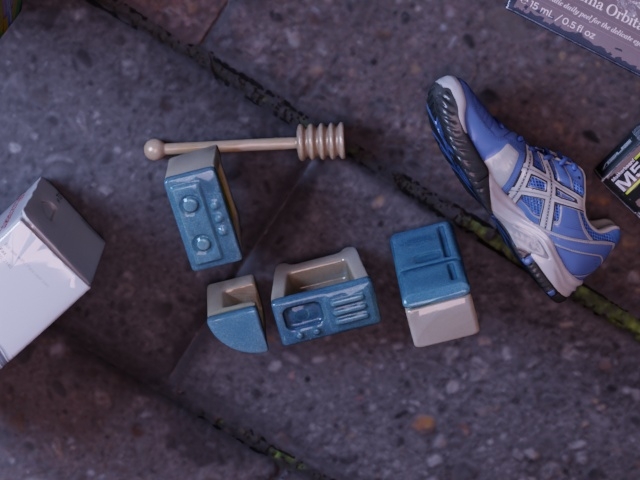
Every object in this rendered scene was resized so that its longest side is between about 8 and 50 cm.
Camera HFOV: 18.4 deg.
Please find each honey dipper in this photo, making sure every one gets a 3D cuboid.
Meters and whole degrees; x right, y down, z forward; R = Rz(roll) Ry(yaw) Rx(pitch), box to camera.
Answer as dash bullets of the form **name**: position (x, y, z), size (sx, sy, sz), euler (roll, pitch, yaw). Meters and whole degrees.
- **honey dipper**: position (-0.060, -0.077, 1.568), size (0.161, 0.030, 0.030), euler (-1, 106, 3)

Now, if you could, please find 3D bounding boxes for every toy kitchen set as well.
- **toy kitchen set**: position (0.000, 0.000, 1.526), size (0.207, 0.122, 0.166), euler (-15, 116, 3)

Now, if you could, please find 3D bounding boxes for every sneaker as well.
- **sneaker**: position (0.158, -0.052, 1.558), size (0.081, 0.080, 0.211), euler (-37, 113, 2)

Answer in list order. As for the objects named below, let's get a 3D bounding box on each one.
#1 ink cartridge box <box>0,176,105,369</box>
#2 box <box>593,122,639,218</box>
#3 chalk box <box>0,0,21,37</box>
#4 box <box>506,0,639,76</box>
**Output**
- **ink cartridge box**: position (-0.266, 0.053, 1.540), size (0.191, 0.139, 0.082), euler (-41, 101, 10)
- **box**: position (0.349, -0.058, 1.571), size (0.184, 0.045, 0.190), euler (42, 101, -9)
- **chalk box**: position (-0.295, -0.209, 1.428), size (0.132, 0.213, 0.132), euler (-1, 106, -1)
- **box**: position (0.244, -0.212, 1.486), size (0.156, 0.093, 0.158), euler (27, 102, 4)
